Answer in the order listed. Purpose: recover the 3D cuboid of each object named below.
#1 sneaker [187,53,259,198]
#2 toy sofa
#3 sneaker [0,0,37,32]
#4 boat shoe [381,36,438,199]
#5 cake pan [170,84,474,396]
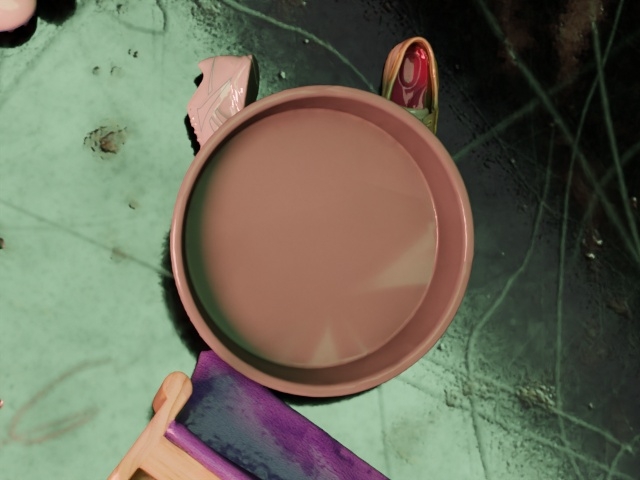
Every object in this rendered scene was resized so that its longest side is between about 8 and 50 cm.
[{"bbox_3d":[-0.100,-0.110,1.597,0.061,0.054,0.152,6,77,11],"label":"sneaker"},{"bbox_3d":[-0.008,0.251,1.481,0.362,0.150,0.177,36,77,0],"label":"toy sofa"},{"bbox_3d":[-0.379,-0.278,1.565,0.237,0.086,0.085,32,74,-3],"label":"sneaker"},{"bbox_3d":[0.085,-0.122,1.618,0.063,0.059,0.170,3,78,-8],"label":"boat shoe"},{"bbox_3d":[0.000,0.000,1.552,0.293,0.054,0.293,-1,93,-12],"label":"cake pan"}]
